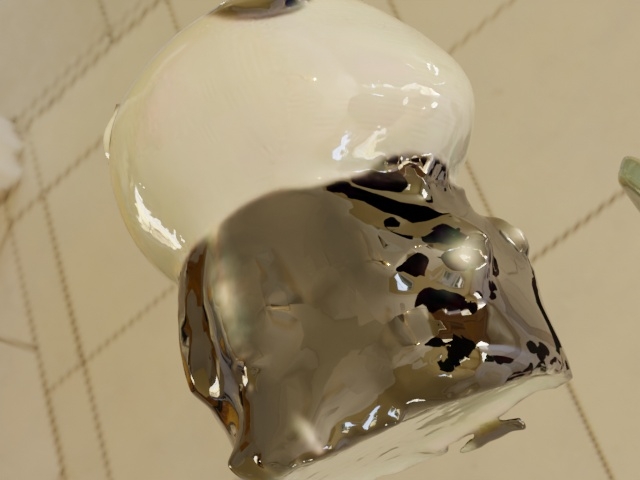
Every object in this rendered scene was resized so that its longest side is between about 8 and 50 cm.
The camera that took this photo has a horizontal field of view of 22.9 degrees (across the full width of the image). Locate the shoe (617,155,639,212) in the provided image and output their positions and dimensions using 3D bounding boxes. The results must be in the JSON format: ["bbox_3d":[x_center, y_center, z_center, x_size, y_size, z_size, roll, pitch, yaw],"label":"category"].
[{"bbox_3d":[0.269,0.014,1.108,0.195,0.079,0.078,42,109,39],"label":"shoe"}]

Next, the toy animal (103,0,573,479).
[{"bbox_3d":[0.007,-0.001,0.853,0.212,0.212,0.267,-31,66,29],"label":"toy animal"}]
